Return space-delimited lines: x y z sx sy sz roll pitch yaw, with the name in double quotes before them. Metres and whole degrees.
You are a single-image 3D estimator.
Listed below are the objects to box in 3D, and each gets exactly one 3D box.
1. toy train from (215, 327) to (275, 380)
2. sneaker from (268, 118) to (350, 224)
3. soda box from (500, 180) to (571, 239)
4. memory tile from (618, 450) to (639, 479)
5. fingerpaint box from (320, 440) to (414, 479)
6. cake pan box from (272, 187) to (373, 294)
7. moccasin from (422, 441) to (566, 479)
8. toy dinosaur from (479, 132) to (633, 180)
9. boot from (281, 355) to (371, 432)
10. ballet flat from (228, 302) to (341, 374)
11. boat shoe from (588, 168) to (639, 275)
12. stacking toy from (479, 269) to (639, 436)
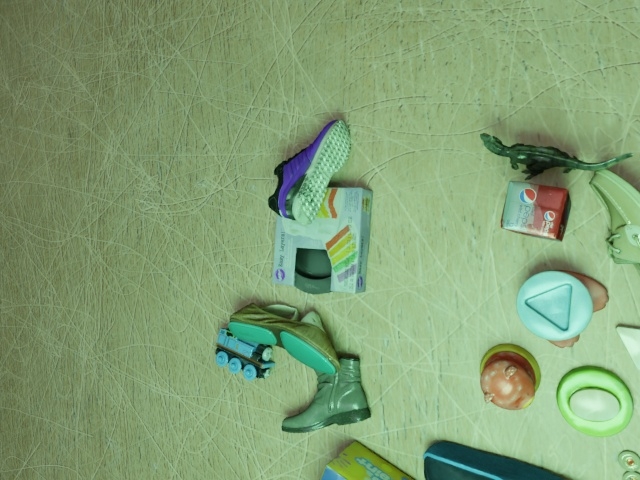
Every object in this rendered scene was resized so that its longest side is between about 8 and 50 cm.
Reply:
"toy train" -0.207 0.308 1.296 0.184 0.080 0.105 16 90 28
"sneaker" -0.039 -0.182 1.159 0.146 0.102 0.294 13 65 34
"soda box" 0.400 -0.047 0.868 0.092 0.263 0.084 14 96 29
"memory tile" 0.621 0.461 0.872 0.113 0.012 0.148 -13 82 28
"fingerpaint box" 0.167 0.734 1.025 0.444 0.163 0.372 23 100 27
"cake pan box" 0.000 0.000 1.199 0.245 0.070 0.267 5 90 31
"moccasin" 0.374 0.513 0.956 0.341 0.137 0.117 6 96 43
"toy dinosaur" 0.446 -0.157 0.928 0.267 0.118 0.064 14 88 30
"boot" 0.004 0.381 1.186 0.246 0.083 0.161 -20 71 21
"ballet flat" -0.077 0.226 1.207 0.342 0.124 0.116 11 134 33
"boat shoe" 0.575 0.007 0.863 0.098 0.109 0.303 -35 78 22
"stacking toy" 0.467 0.224 0.898 0.279 0.130 0.309 27 101 27
